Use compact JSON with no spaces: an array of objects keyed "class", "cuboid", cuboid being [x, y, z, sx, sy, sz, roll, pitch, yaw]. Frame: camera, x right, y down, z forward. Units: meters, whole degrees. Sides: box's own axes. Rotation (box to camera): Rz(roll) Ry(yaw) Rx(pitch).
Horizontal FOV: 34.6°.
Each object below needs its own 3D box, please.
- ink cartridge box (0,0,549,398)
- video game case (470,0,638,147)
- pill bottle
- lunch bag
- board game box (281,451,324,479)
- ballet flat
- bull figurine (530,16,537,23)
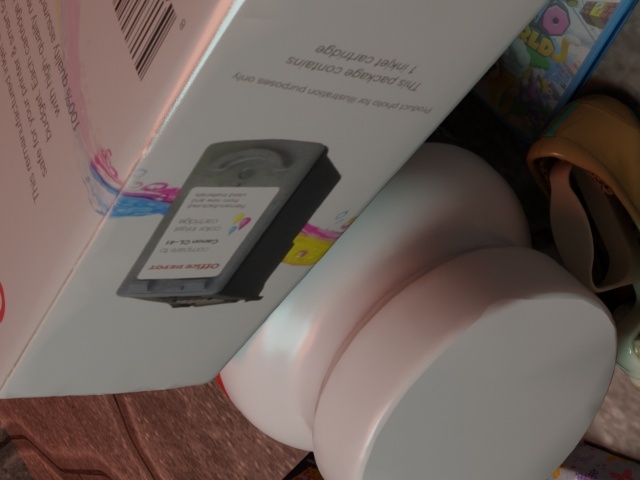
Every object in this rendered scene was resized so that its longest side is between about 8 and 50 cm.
[{"class":"ink cartridge box","cuboid":[-0.062,-0.101,0.465,0.306,0.131,0.226,-50,50,41]},{"class":"video game case","cuboid":[0.119,-0.144,0.602,0.119,0.015,0.166,48,149,17]},{"class":"pill bottle","cuboid":[0.000,0.000,0.653,0.363,0.210,0.210,47,151,44]},{"class":"lunch bag","cuboid":[0.209,0.199,0.754,0.071,0.053,0.083,12,118,49]},{"class":"board game box","cuboid":[0.055,0.200,0.841,0.194,0.194,0.060,8,124,54]},{"class":"ballet flat","cuboid":[0.182,0.029,0.611,0.080,0.073,0.232,-11,109,57]},{"class":"bull figurine","cuboid":[0.079,-0.205,0.486,0.310,0.101,0.188,-25,77,56]}]
